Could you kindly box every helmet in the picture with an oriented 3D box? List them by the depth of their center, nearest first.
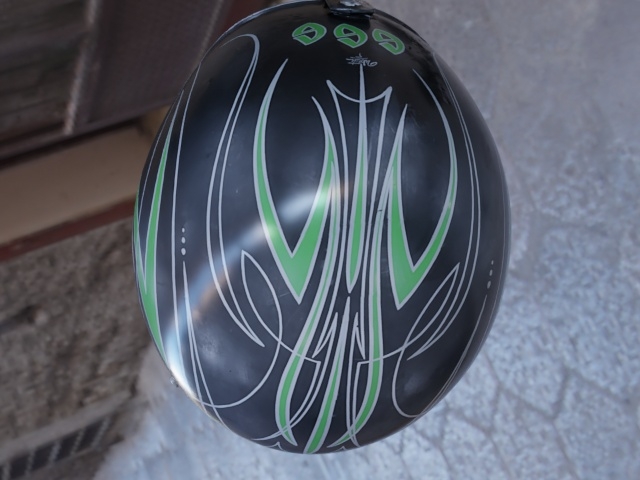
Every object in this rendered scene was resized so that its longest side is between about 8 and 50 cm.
[{"bbox_3d":[0.000,0.000,0.466,0.169,0.169,0.161,94,176,-47],"label":"helmet"}]
